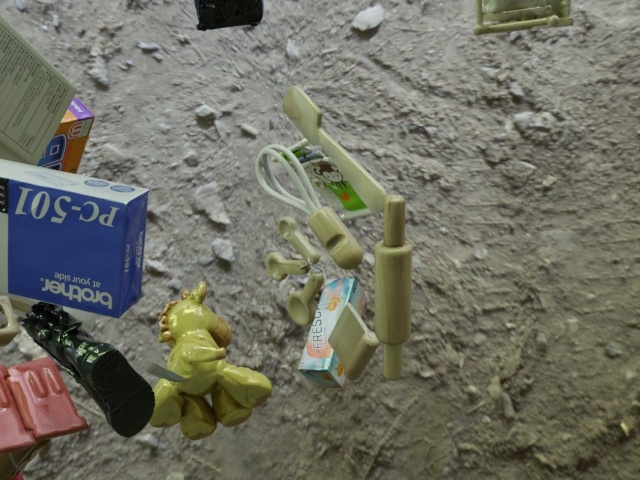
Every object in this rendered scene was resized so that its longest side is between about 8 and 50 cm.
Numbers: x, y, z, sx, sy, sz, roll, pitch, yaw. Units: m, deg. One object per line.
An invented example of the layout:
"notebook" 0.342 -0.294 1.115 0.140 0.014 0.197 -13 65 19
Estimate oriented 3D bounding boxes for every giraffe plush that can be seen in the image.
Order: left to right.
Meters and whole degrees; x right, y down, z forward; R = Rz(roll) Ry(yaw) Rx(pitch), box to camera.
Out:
"giraffe plush" -0.187 0.167 0.968 0.181 0.170 0.210 -25 133 6

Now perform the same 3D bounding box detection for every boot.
"boot" -0.198 0.106 0.551 0.045 0.099 0.121 -46 144 -30

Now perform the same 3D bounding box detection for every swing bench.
"swing bench" 0.399 -0.541 1.265 0.165 0.255 0.253 2 107 26

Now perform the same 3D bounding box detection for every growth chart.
"growth chart" 0.019 -0.125 1.374 0.237 0.172 0.021 41 64 -13

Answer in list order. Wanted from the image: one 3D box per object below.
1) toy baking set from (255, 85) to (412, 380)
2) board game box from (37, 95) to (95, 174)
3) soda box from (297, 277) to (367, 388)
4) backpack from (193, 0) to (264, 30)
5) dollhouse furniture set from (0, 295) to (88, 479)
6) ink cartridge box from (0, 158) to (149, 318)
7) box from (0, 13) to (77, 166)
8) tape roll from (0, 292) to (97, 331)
"toy baking set" 0.005 0.003 0.571 0.030 0.197 0.256 -20 122 -38
"board game box" -0.824 -0.242 1.527 0.356 0.356 0.356 45 128 12
"soda box" 0.023 0.154 1.091 0.058 0.183 0.063 -5 138 29
"backpack" -0.139 -0.379 0.958 0.105 0.084 0.114 -7 120 -2
"dollhouse furniture set" -0.499 0.163 0.900 0.201 0.152 0.374 -43 67 29
"ink cartridge box" -0.245 -0.011 0.514 0.207 0.046 0.097 12 109 5
"box" -0.471 -0.232 0.810 0.121 0.311 0.148 9 67 25
"tape roll" -0.645 0.116 1.486 0.286 0.286 0.100 19 69 -7
